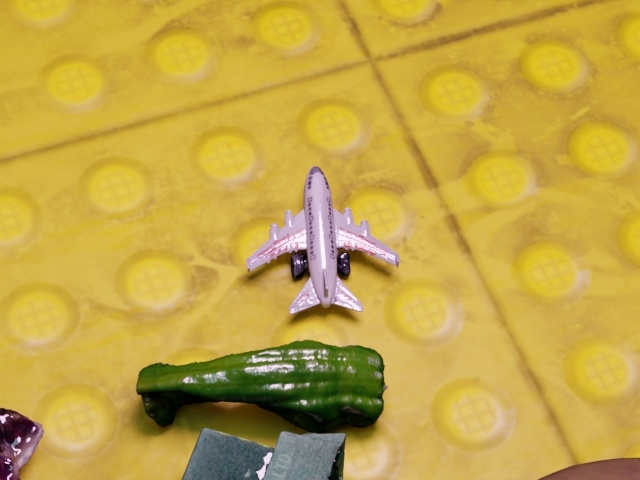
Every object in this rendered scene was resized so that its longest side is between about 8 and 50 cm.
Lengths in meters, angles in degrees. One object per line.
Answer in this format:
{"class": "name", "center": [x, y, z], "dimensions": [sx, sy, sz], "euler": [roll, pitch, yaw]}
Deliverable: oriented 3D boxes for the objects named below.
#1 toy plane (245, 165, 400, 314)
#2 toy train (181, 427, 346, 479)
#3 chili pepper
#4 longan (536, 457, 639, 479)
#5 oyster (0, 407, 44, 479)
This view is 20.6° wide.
{"class": "toy plane", "center": [0.000, 0.000, 1.878], "dimensions": [0.162, 0.065, 0.171], "euler": [-2, 56, -5]}
{"class": "toy train", "center": [-0.084, 0.312, 1.633], "dimensions": [0.178, 0.138, 0.330], "euler": [15, 56, 10]}
{"class": "chili pepper", "center": [-0.056, 0.147, 1.759], "dimensions": [0.253, 0.099, 0.083], "euler": [0, 58, -4]}
{"class": "longan", "center": [0.273, 0.360, 1.538], "dimensions": [0.361, 0.361, 0.361], "euler": [2, 57, -4]}
{"class": "oyster", "center": [-0.426, 0.207, 1.680], "dimensions": [0.275, 0.100, 0.271], "euler": [6, 38, 13]}
